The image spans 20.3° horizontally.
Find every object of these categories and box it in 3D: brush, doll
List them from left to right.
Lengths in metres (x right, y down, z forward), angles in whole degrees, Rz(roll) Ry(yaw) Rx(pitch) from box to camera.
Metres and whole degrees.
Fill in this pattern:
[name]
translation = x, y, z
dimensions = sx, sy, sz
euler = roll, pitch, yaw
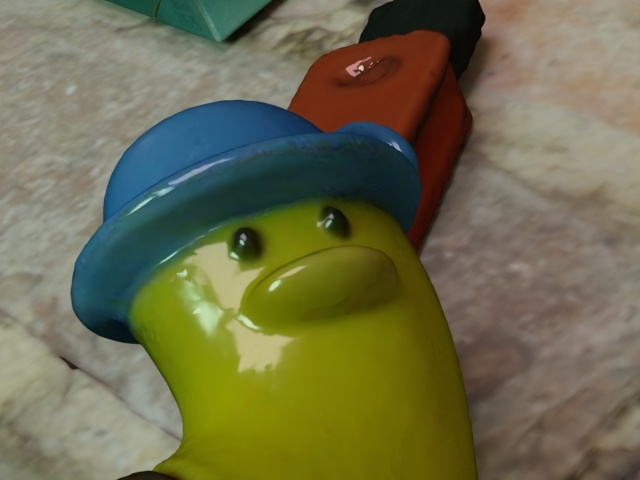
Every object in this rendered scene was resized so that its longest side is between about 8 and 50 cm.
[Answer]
[doll]
translation = -0.026, 0.105, 0.498
dimensions = 0.199, 0.145, 0.363
euler = 23, 54, -5
[brush]
translation = 0.000, 0.000, 0.682
dimensions = 0.070, 0.051, 0.323
euler = -3, 42, 26

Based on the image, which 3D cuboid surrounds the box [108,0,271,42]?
[box]
translation = -0.066, -0.188, 0.966
dimensions = 0.162, 0.041, 0.229
euler = -42, 38, -19
